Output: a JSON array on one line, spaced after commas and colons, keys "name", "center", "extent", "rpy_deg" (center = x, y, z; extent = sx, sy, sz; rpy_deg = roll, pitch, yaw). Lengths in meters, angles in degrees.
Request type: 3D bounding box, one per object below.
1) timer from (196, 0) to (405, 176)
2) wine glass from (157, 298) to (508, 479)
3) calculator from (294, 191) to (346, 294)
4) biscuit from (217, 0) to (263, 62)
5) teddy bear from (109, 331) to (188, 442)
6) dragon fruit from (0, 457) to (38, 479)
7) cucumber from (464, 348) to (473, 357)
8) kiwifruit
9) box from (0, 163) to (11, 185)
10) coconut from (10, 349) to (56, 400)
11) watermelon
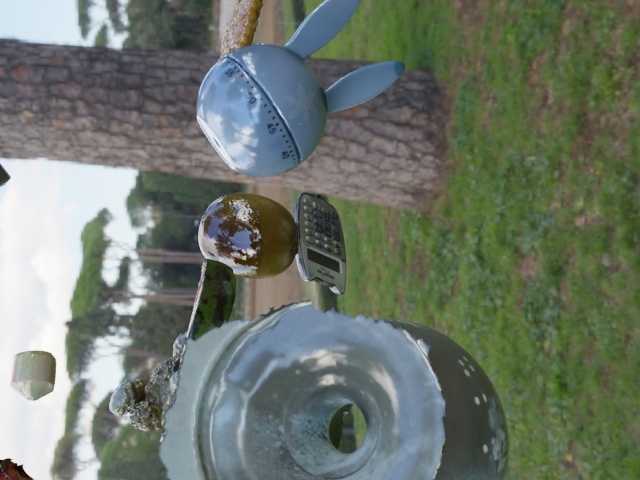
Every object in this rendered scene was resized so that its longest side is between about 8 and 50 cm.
[{"name": "timer", "center": [-0.041, -0.188, 0.998], "extent": [0.255, 0.175, 0.175], "rpy_deg": [-48, -16, -30]}, {"name": "wine glass", "center": [0.042, 0.175, 0.713], "extent": [0.323, 0.238, 0.237], "rpy_deg": [44, -138, -62]}, {"name": "calculator", "center": [0.000, 0.000, 2.023], "extent": [0.040, 0.177, 0.268], "rpy_deg": [-21, 57, 37]}, {"name": "biscuit", "center": [-0.146, -0.352, 1.401], "extent": [0.254, 0.035, 0.253], "rpy_deg": [-164, 90, -75]}, {"name": "teddy bear", "center": [-0.282, 0.325, 1.666], "extent": [0.156, 0.267, 0.256], "rpy_deg": [59, 163, -21]}, {"name": "dragon fruit", "center": [-0.549, 0.486, 1.381], "extent": [0.172, 0.173, 0.209], "rpy_deg": [103, 170, -57]}, {"name": "cucumber", "center": [0.271, 0.233, 1.731], "extent": [0.155, 0.037, 0.037], "rpy_deg": [24, 115, 55]}, {"name": "kiwifruit", "center": [-0.159, -0.008, 1.850], "extent": [0.196, 0.234, 0.195], "rpy_deg": [-54, -25, -41]}, {"name": "box", "center": [-0.748, -0.105, 1.452], "extent": [0.047, 0.325, 0.180], "rpy_deg": [-25, 103, 48]}, {"name": "coconut", "center": [-0.726, 0.346, 2.043], "extent": [0.116, 0.116, 0.122], "rpy_deg": [110, 158, -67]}, {"name": "watermelon", "center": [-0.206, 0.124, 1.443], "extent": [0.119, 0.063, 0.245], "rpy_deg": [-44, 31, 45]}]
